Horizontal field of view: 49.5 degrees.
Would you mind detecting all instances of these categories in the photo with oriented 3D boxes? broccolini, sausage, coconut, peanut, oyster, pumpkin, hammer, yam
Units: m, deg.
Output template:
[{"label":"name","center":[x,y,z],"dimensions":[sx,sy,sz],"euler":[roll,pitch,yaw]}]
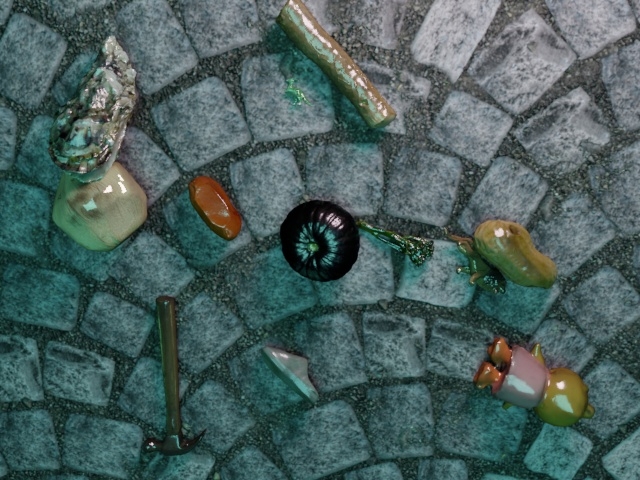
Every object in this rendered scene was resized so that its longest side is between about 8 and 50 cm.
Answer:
[{"label":"broccolini","center":[0.178,0.003,1.689],"dimensions":[0.201,0.058,0.074],"euler":[20,97,-3]},{"label":"sausage","center":[-0.256,-0.081,1.682],"dimensions":[0.089,0.089,0.179],"euler":[-38,89,11]},{"label":"coconut","center":[-0.527,-0.089,1.639],"dimensions":[0.224,0.224,0.224],"euler":[1,104,3]},{"label":"peanut","center":[0.472,0.034,1.656],"dimensions":[0.236,0.120,0.110],"euler":[34,133,-11]},{"label":"oyster","center":[-0.513,-0.301,1.583],"dimensions":[0.162,0.158,0.351],"euler":[17,76,-15]},{"label":"pumpkin","center":[0.000,0.000,1.659],"dimensions":[0.202,0.140,0.202],"euler":[5,106,18]},{"label":"hammer","center":[-0.395,0.360,1.815],"dimensions":[0.168,0.044,0.440],"euler":[-1,104,4]},{"label":"yam","center":[0.036,-0.398,1.592],"dimensions":[0.081,0.081,0.356],"euler":[-40,97,11]}]

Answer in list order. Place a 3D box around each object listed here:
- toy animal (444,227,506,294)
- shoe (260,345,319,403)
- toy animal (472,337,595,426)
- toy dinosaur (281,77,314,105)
[{"label":"toy animal","center":[0.363,0.055,1.690],"dimensions":[0.086,0.069,0.220],"euler":[-44,103,-10]},{"label":"shoe","center":[-0.066,0.332,1.786],"dimensions":[0.195,0.079,0.078],"euler":[47,66,0]},{"label":"toy animal","center":[0.537,0.357,1.698],"dimensions":[0.281,0.169,0.195],"euler":[23,107,-2]},{"label":"toy dinosaur","center":[-0.051,-0.349,1.638],"dimensions":[0.083,0.021,0.062],"euler":[7,91,3]}]
